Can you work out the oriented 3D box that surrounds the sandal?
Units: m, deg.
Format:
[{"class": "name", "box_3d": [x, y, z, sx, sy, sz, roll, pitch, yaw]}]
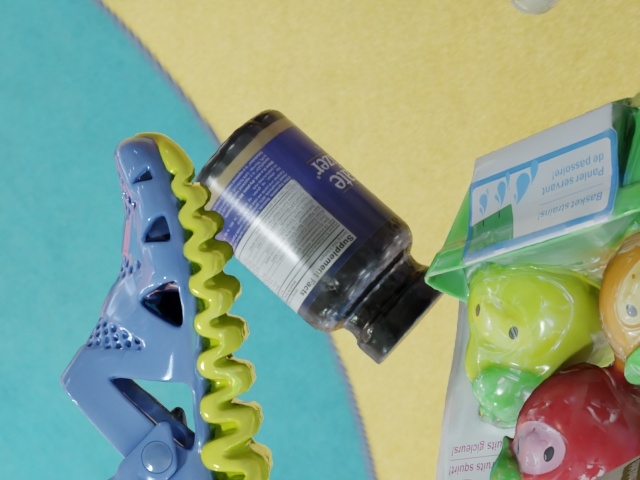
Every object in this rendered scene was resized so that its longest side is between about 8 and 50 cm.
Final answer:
[{"class": "sandal", "box_3d": [-0.112, 0.083, 0.818, 0.138, 0.126, 0.317, -9, 81, 2]}]

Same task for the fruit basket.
[{"class": "fruit basket", "box_3d": [0.176, 0.082, 0.776, 0.165, 0.353, 0.327, 30, 152, -27]}]

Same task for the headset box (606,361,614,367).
[{"class": "headset box", "box_3d": [0.380, 0.142, 1.333, 0.283, 0.246, 0.131, 137, 135, -65]}]

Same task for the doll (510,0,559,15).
[{"class": "doll", "box_3d": [0.182, -0.219, 0.767, 0.129, 0.046, 0.189, 50, 128, 17]}]

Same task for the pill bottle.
[{"class": "pill bottle", "box_3d": [0.000, 0.000, 1.046, 0.219, 0.123, 0.123, 42, 131, 7]}]

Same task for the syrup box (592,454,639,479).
[{"class": "syrup box", "box_3d": [0.084, 0.128, 0.357, 0.237, 0.096, 0.093, -33, 83, 15]}]
